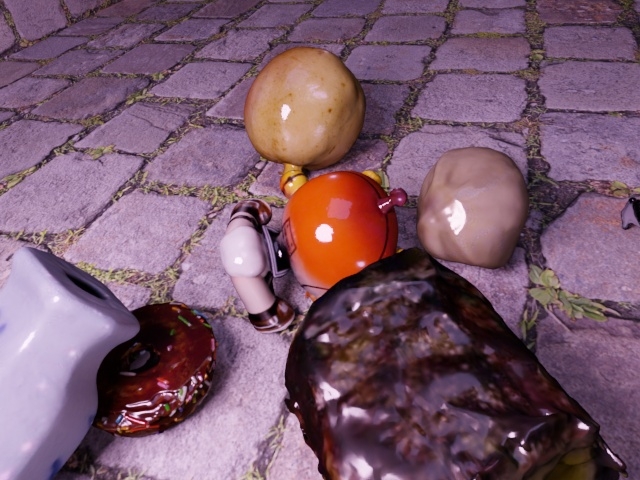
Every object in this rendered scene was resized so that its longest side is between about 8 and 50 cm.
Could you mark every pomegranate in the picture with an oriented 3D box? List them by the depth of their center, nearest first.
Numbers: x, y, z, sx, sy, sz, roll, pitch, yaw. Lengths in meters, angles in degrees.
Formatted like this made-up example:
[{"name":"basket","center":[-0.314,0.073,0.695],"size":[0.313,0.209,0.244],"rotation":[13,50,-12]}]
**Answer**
[{"name":"pomegranate","center":[-0.044,-0.295,1.138],"size":[0.319,0.319,0.319],"rotation":[-4,41,4]}]

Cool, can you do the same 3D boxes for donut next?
[{"name":"donut","center":[-0.272,0.205,0.744],"size":[0.234,0.089,0.235],"rotation":[-4,41,4]}]

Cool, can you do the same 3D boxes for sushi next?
[{"name":"sushi","center":[0.128,0.210,0.530],"size":[0.281,0.299,0.294],"rotation":[-39,43,0]}]

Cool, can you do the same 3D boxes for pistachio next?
[{"name":"pistachio","center":[0.295,-0.071,0.896],"size":[0.226,0.207,0.332],"rotation":[48,36,-4]}]

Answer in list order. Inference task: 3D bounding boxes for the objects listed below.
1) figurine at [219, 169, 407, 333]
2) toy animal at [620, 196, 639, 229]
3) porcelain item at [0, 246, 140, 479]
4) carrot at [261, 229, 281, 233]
[{"name":"figurine","center":[-0.003,-0.001,0.818],"size":[0.323,0.196,0.320],"rotation":[-19,71,6]},{"name":"toy animal","center":[0.660,-0.074,0.911],"size":[0.202,0.070,0.105],"rotation":[-27,16,-31]},{"name":"porcelain item","center":[-0.426,0.222,0.599],"size":[0.242,0.178,0.405],"rotation":[30,81,35]},{"name":"carrot","center":[-0.045,0.016,0.952],"size":[0.247,0.059,0.059],"rotation":[12,45,16]}]
